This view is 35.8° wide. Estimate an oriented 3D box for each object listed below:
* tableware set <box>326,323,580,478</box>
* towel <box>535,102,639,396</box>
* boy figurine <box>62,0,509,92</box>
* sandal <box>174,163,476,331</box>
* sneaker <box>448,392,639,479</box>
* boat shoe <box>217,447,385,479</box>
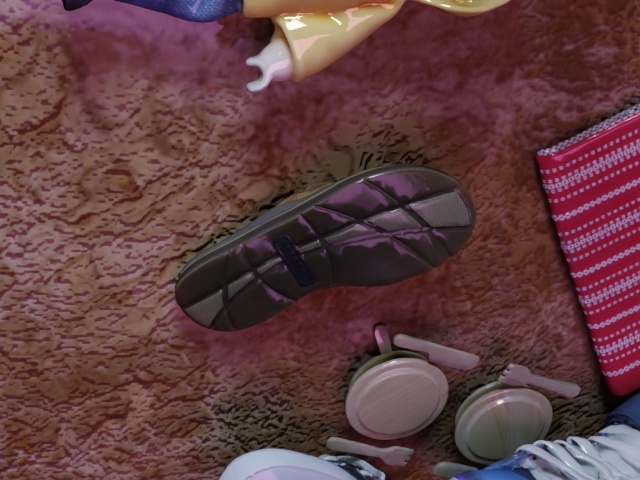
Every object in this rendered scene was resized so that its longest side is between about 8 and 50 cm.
[{"bbox_3d":[0.107,0.135,0.832,0.194,0.039,0.128,18,117,-24],"label":"tableware set"},{"bbox_3d":[0.298,-0.004,0.824,0.199,0.031,0.274,-26,122,-1],"label":"towel"},{"bbox_3d":[-0.009,-0.170,0.583,0.285,0.092,0.177,2,116,-17],"label":"boy figurine"},{"bbox_3d":[0.000,0.000,0.708,0.219,0.060,0.090,-24,119,12],"label":"sandal"},{"bbox_3d":[0.247,0.180,0.823,0.323,0.130,0.236,34,92,-44],"label":"sneaker"},{"bbox_3d":[0.017,0.230,0.816,0.306,0.105,0.113,33,100,-38],"label":"boat shoe"}]
